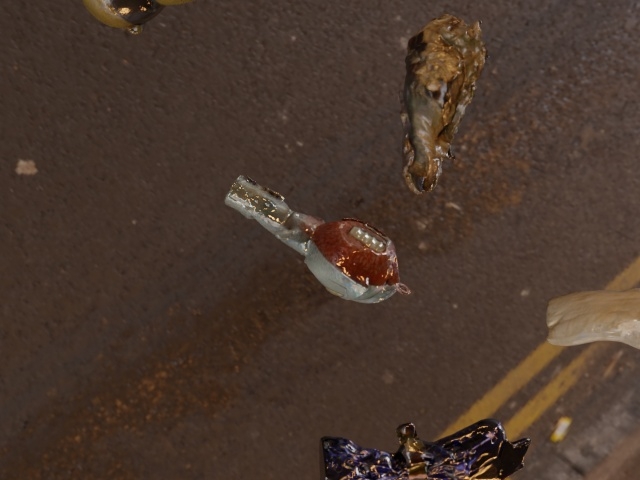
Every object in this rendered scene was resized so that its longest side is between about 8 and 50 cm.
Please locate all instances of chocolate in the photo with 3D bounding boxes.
[{"bbox_3d":[0.161,0.344,1.405,0.343,0.126,0.148,-10,109,2],"label":"chocolate"}]

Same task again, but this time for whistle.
[{"bbox_3d":[0.001,-0.001,1.514,0.142,0.346,0.133,-53,172,-43],"label":"whistle"}]

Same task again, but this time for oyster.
[{"bbox_3d":[0.211,-0.253,1.687,0.133,0.198,0.337,2,101,-13],"label":"oyster"}]

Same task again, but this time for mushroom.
[{"bbox_3d":[0.275,0.067,0.786,0.054,0.202,0.059,49,60,-28],"label":"mushroom"}]

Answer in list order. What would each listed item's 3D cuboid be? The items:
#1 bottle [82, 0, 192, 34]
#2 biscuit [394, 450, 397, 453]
[{"bbox_3d":[-0.211,-0.443,1.345,0.351,0.171,0.171,-27,139,17],"label":"bottle"},{"bbox_3d":[0.266,0.508,1.663,0.054,0.379,0.094,-36,128,-15],"label":"biscuit"}]
